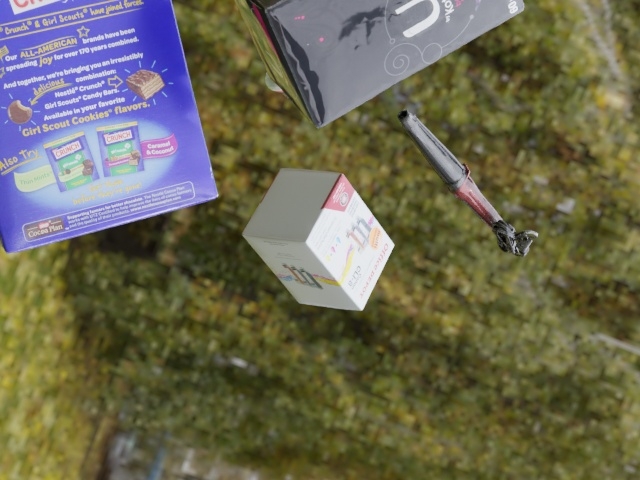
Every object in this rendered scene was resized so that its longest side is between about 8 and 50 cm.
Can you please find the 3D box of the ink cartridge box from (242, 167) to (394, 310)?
[{"bbox_3d":[0.000,0.000,2.152,0.127,0.176,0.128,6,-122,39],"label":"ink cartridge box"}]

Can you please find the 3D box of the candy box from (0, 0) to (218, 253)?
[{"bbox_3d":[-0.291,-0.174,1.747,0.122,0.268,0.317,-161,-122,-70],"label":"candy box"}]

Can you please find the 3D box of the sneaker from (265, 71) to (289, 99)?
[{"bbox_3d":[0.012,-0.199,1.770,0.158,0.065,0.061,-1,-118,35],"label":"sneaker"}]

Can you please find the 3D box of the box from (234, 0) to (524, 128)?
[{"bbox_3d":[0.057,-0.273,1.581,0.270,0.165,0.143,-31,-142,-6],"label":"box"}]

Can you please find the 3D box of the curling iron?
[{"bbox_3d":[0.172,-0.067,1.706,0.068,0.274,0.035,18,-112,51],"label":"curling iron"}]
